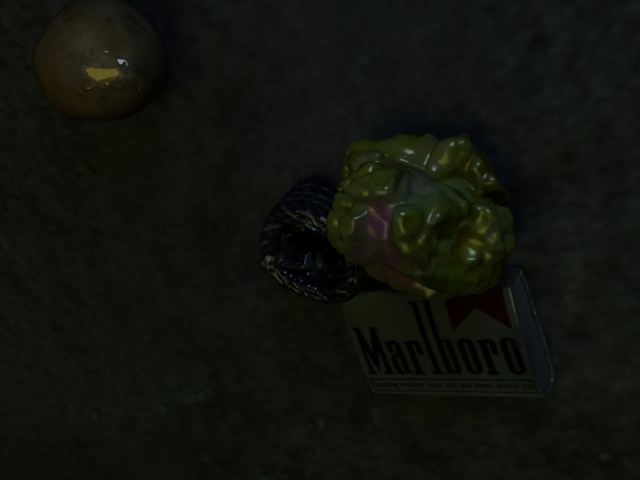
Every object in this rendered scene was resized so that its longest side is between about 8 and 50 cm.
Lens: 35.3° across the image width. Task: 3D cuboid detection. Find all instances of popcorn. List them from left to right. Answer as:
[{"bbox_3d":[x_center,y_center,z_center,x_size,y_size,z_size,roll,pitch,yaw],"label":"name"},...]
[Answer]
[{"bbox_3d":[0.078,-0.016,0.777,0.145,0.126,0.125,7,142,0],"label":"popcorn"}]

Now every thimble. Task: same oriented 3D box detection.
[{"bbox_3d":[0.002,0.000,0.878,0.104,0.066,0.095,16,128,23],"label":"thimble"}]

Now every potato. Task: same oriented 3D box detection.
[{"bbox_3d":[-0.198,-0.159,0.891,0.147,0.112,0.112,-6,115,45],"label":"potato"}]

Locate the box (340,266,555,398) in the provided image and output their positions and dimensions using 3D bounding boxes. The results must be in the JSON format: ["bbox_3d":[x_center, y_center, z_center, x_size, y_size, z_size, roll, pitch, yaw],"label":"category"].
[{"bbox_3d":[0.106,0.084,0.879,0.178,0.036,0.115,-6,114,38],"label":"box"}]
